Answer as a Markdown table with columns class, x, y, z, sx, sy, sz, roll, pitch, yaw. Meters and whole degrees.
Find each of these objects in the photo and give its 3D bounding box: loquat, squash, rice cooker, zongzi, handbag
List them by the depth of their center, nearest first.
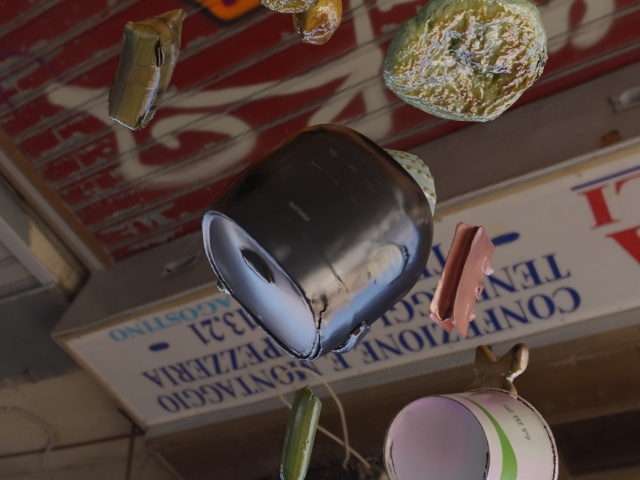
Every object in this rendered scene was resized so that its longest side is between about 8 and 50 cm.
| class | x | y | z | sx | sy | sz | roll | pitch | yaw |
| --- | --- | --- | --- | --- | --- | --- | --- | --- | --- |
| rice cooker | 0.000 | 0.000 | 0.841 | 0.224 | 0.267 | 0.267 | -40 | -150 | -26 |
| handbag | 0.300 | 0.083 | 1.412 | 0.059 | 0.157 | 0.213 | 13 | -106 | 33 |
| loquat | -0.010 | -0.499 | 1.508 | 0.112 | 0.137 | 0.137 | 7 | -151 | -12 |
| squash | -0.046 | 0.439 | 1.533 | 0.069 | 0.069 | 0.239 | 21 | -77 | 55 |
| zongzi | -0.410 | -0.422 | 1.667 | 0.289 | 0.122 | 0.260 | -80 | -168 | -63 |

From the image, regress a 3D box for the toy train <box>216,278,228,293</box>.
| class | x | y | z | sx | sy | sz | roll | pitch | yaw |
| --- | --- | --- | --- | --- | --- | --- | --- | --- | --- |
| toy train | -0.081 | 0.033 | 1.061 | 0.136 | 0.091 | 0.227 | -65 | 165 | 12 |

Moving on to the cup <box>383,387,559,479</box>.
| class | x | y | z | sx | sy | sz | roll | pitch | yaw |
| --- | --- | --- | --- | --- | --- | --- | --- | --- | --- |
| cup | 0.255 | 0.374 | 1.188 | 0.253 | 0.274 | 0.253 | -11 | -110 | 30 |

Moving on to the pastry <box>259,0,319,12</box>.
| class | x | y | z | sx | sy | sz | roll | pitch | yaw |
| --- | --- | --- | --- | --- | --- | --- | --- | --- | --- |
| pastry | -0.040 | -0.349 | 0.904 | 0.109 | 0.097 | 0.057 | -12 | -120 | 41 |

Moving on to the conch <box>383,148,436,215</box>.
| class | x | y | z | sx | sy | sz | roll | pitch | yaw |
| --- | --- | --- | --- | --- | --- | --- | --- | --- | --- |
| conch | 0.091 | -0.069 | 1.486 | 0.303 | 0.215 | 0.319 | -54 | -141 | 27 |

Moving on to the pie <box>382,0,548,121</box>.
| class | x | y | z | sx | sy | sz | roll | pitch | yaw |
| --- | --- | --- | --- | --- | --- | --- | --- | --- | --- |
| pie | 0.210 | -0.261 | 0.992 | 0.240 | 0.240 | 0.054 | -22 | -132 | 19 |

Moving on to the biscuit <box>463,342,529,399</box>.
| class | x | y | z | sx | sy | sz | roll | pitch | yaw |
| --- | --- | --- | --- | --- | --- | --- | --- | --- | --- |
| biscuit | 0.387 | 0.310 | 1.524 | 0.164 | 0.047 | 0.208 | -66 | -172 | -16 |
